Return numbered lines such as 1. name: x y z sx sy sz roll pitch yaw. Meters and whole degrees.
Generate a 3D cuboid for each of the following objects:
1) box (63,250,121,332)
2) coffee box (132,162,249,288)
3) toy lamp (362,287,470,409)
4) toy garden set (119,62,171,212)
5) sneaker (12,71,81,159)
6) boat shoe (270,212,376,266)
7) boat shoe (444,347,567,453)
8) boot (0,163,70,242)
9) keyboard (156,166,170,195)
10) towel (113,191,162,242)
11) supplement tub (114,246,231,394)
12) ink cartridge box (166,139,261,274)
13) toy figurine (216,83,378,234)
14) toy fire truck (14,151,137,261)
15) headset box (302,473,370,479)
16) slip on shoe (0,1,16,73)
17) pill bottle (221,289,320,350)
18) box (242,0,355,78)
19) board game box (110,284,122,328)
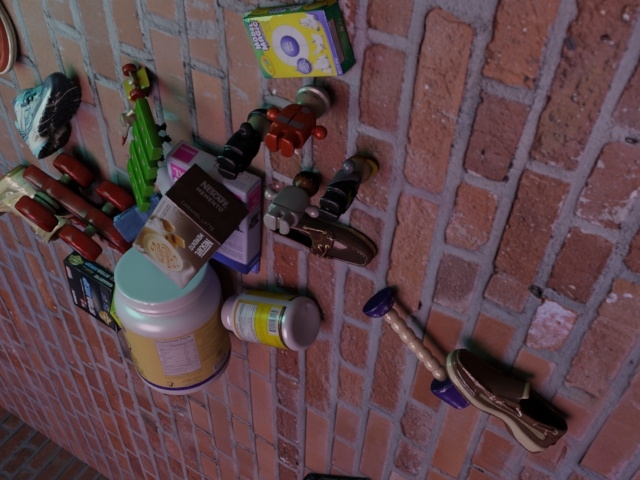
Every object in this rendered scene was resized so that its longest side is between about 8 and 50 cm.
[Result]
1. box: -0.641 0.148 2.067 0.175 0.051 0.220 30 142 14
2. coffee box: -0.256 -0.021 1.397 0.141 0.098 0.246 42 145 -7
3. toy lamp: 0.195 0.213 1.384 0.274 0.080 0.080 48 143 -11
4. toy garden set: -0.343 -0.201 1.403 0.203 0.049 0.244 69 154 19
5. sneaker: -0.611 -0.283 1.555 0.122 0.110 0.283 46 143 -2
6. boat shoe: 0.000 0.000 1.341 0.207 0.073 0.073 25 140 18
7. boat shoe: 0.347 0.278 1.321 0.257 0.095 0.095 40 130 -9
8. boot: -0.782 -0.073 1.933 0.203 0.095 0.262 48 139 -12
9. keyboard: -0.262 -0.125 1.494 0.256 0.014 0.072 1 123 40
10. towel: -0.396 -0.051 1.605 0.067 0.119 0.029 60 175 -27
11. supplement tub: -0.341 0.177 1.678 0.241 0.241 0.331 22 139 23
12. ink cartridge box: -0.213 -0.045 1.474 0.186 0.065 0.311 26 146 15
13. toy figurine: -0.037 -0.131 1.189 0.213 0.148 0.209 -17 121 46
14. toy fire truck: -0.560 -0.056 1.716 0.302 0.169 0.254 32 163 8
15. headset box: 0.086 0.790 2.022 0.283 0.131 0.246 -17 115 48
16. slip on shoe: -0.710 -0.478 1.448 0.123 0.101 0.331 21 141 21
17. pill bottle: -0.114 0.170 1.575 0.215 0.117 0.117 4 130 39
18. box: -0.043 -0.302 1.095 0.179 0.043 0.105 8 132 38
19. board game box: -0.498 0.169 1.877 0.092 0.043 0.181 61 -178 -26
